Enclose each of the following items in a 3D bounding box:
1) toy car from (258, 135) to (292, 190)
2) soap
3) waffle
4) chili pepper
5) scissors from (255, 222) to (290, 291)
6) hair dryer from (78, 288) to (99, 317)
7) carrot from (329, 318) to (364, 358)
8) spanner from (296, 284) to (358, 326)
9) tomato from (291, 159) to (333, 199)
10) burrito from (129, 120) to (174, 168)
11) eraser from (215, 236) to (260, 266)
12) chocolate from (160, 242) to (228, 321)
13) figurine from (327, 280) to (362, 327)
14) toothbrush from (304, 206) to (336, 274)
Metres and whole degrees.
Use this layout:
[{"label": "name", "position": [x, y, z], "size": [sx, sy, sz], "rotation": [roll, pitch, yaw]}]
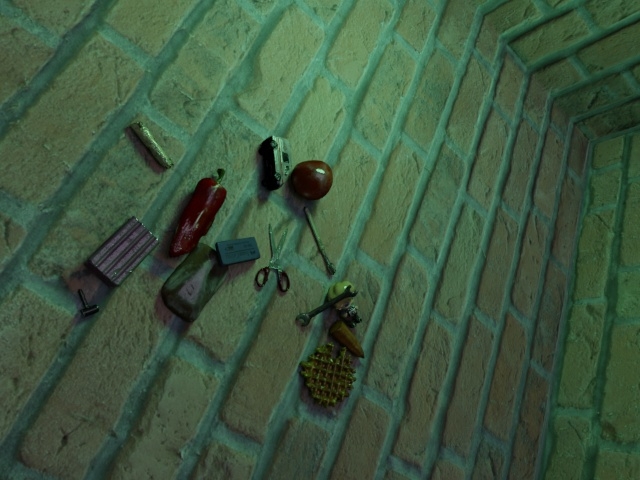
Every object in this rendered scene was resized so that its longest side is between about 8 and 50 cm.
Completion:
[{"label": "toy car", "position": [-0.162, -0.287, 2.050], "size": [0.108, 0.089, 0.209], "rotation": [4, 74, -42]}, {"label": "soap", "position": [-0.604, 0.036, 1.655], "size": [0.122, 0.065, 0.203], "rotation": [49, 56, -18]}, {"label": "waffle", "position": [0.035, 0.506, 2.037], "size": [0.229, 0.051, 0.231], "rotation": [-26, 96, -38]}, {"label": "chili pepper", "position": [-0.403, -0.098, 1.812], "size": [0.110, 0.110, 0.387], "rotation": [36, 63, -25]}, {"label": "scissors", "position": [-0.166, 0.061, 2.011], "size": [0.144, 0.017, 0.247], "rotation": [17, 69, -34]}, {"label": "hair dryer", "position": [-0.689, 0.180, 1.588], "size": [0.047, 0.026, 0.083], "rotation": [-23, 86, -40]}, {"label": "carrot", "position": [0.113, 0.400, 2.115], "size": [0.205, 0.072, 0.072], "rotation": [51, 55, -23]}, {"label": "spanner", "position": [0.026, 0.244, 2.033], "size": [0.254, 0.015, 0.054], "rotation": [-30, 101, -6]}, {"label": "tomato", "position": [-0.029, -0.239, 2.100], "size": [0.167, 0.167, 0.167], "rotation": [9, 74, -35]}, {"label": "burrito", "position": [-0.557, -0.315, 1.791], "size": [0.185, 0.041, 0.045], "rotation": [56, 12, -12]}, {"label": "eraser", "position": [-0.284, 0.037, 1.866], "size": [0.225, 0.036, 0.082], "rotation": [-10, 82, -59]}, {"label": "chocolate", "position": [-0.399, 0.132, 1.778], "size": [0.157, 0.080, 0.254], "rotation": [45, 57, -20]}, {"label": "figurine", "position": [0.100, 0.252, 2.116], "size": [0.114, 0.108, 0.196], "rotation": [-30, 105, -21]}, {"label": "toothbrush", "position": [-0.004, 0.001, 2.143], "size": [0.026, 0.028, 0.294], "rotation": [-25, 90, -39]}]
